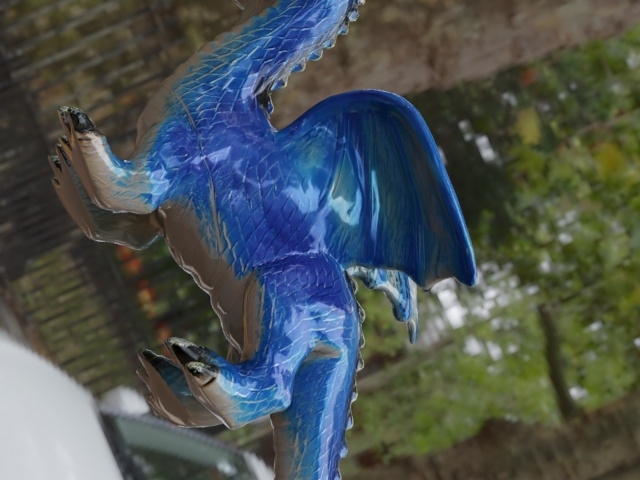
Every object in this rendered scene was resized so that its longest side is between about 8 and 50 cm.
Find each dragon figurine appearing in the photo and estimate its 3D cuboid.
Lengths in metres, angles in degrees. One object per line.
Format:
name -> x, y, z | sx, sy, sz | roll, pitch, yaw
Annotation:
dragon figurine -> 0.000, 0.000, 0.518 | 0.289, 0.144, 0.085 | 64, -19, 11
